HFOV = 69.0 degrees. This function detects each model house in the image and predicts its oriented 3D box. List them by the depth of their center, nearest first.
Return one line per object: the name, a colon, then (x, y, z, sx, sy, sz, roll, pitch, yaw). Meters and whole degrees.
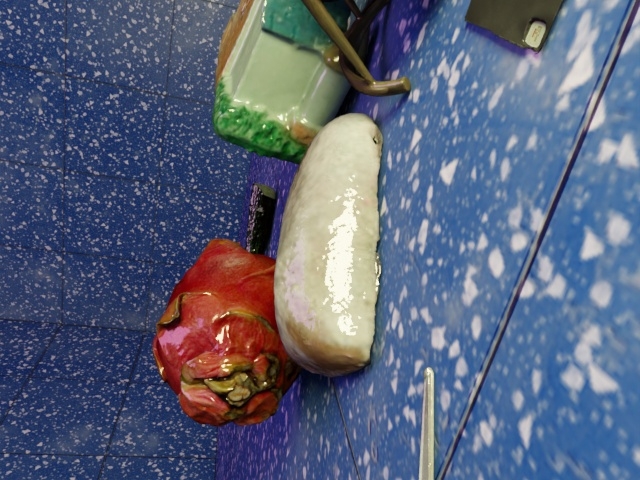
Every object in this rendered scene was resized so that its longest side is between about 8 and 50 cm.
model house: (-0.019, -0.315, 0.670, 0.325, 0.193, 0.267, 124, 151, -41)

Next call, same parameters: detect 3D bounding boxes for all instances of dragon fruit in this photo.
dragon fruit: (-0.117, 0.125, 0.676, 0.315, 0.250, 0.251, -62, -8, -51)

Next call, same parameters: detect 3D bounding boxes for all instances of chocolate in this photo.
chocolate: (0.000, 0.000, 0.548, 0.185, 0.100, 0.304, 122, 156, -67)

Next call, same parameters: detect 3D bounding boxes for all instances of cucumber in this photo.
cucumber: (-0.177, -0.043, 1.355, 0.074, 0.074, 0.242, -131, 49, -73)

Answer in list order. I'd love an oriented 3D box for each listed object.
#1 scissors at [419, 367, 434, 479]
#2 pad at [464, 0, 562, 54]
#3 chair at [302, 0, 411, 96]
scissors: (0.069, 0.182, 0.310, 0.100, 0.015, 0.189, 129, 148, -70)
pad: (0.140, -0.214, 0.259, 0.116, 0.004, 0.193, -103, 24, -56)
chair: (0.043, -0.284, 0.412, 0.272, 0.166, 0.188, 49, -151, -46)
